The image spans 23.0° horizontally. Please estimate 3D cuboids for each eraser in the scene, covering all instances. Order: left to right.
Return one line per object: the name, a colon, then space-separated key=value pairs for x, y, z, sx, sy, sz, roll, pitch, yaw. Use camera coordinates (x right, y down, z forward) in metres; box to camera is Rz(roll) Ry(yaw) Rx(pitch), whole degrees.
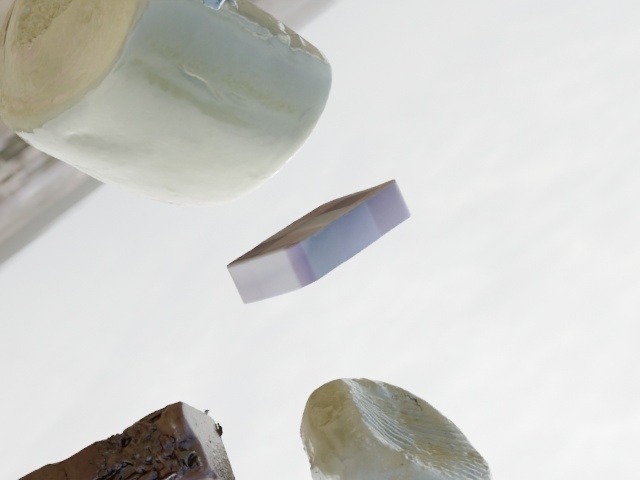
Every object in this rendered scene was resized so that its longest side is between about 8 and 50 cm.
eraser: x=0.000 y=0.000 z=0.888 sx=0.065 sy=0.026 sz=0.105 roll=-14 pitch=-167 yaw=44

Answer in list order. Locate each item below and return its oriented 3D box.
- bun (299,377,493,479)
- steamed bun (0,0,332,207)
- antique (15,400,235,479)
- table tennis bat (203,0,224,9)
bun: x=0.073 y=0.251 z=1.719 sx=0.133 sy=0.231 sz=0.231 roll=-58 pitch=180 yaw=19
steamed bun: x=-0.233 y=-0.205 z=2.144 sx=0.456 sy=0.371 sz=0.289 roll=6 pitch=-111 yaw=58
antique: x=-0.236 y=0.264 z=1.535 sx=0.310 sy=0.087 sz=0.093 roll=-29 pitch=150 yaw=11
table tennis bat: x=-0.069 y=-0.288 z=1.584 sx=0.155 sy=0.100 sz=0.019 roll=-56 pitch=174 yaw=-30
